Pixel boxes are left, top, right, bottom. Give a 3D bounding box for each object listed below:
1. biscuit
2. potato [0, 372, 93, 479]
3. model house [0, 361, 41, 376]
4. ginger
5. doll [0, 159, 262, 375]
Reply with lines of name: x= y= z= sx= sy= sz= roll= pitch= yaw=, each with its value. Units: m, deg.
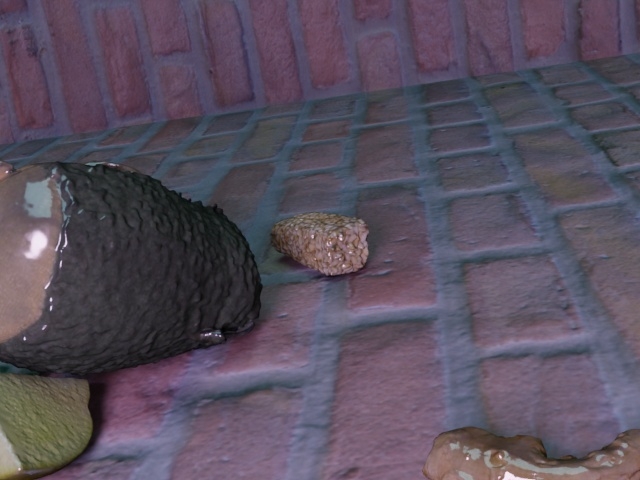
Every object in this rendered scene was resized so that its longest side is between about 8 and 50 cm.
biscuit: x=0.000 y=0.000 z=1.231 sx=0.082 sy=0.070 sz=0.168 roll=-13 pitch=16 yaw=-31
potato: x=-0.273 y=0.192 z=0.841 sx=0.120 sy=0.081 sz=0.149 roll=51 pitch=18 yaw=30
model house: x=-0.516 y=0.108 z=1.000 sx=0.325 sy=0.194 sz=0.267 roll=-9 pitch=7 yaw=31
ginger: x=0.163 y=0.174 z=0.683 sx=0.174 sy=0.051 sz=0.069 roll=1 pitch=26 yaw=14
doll: x=-0.223 y=0.024 z=0.966 sx=0.350 sy=0.247 sz=0.247 roll=10 pitch=0 yaw=-44
